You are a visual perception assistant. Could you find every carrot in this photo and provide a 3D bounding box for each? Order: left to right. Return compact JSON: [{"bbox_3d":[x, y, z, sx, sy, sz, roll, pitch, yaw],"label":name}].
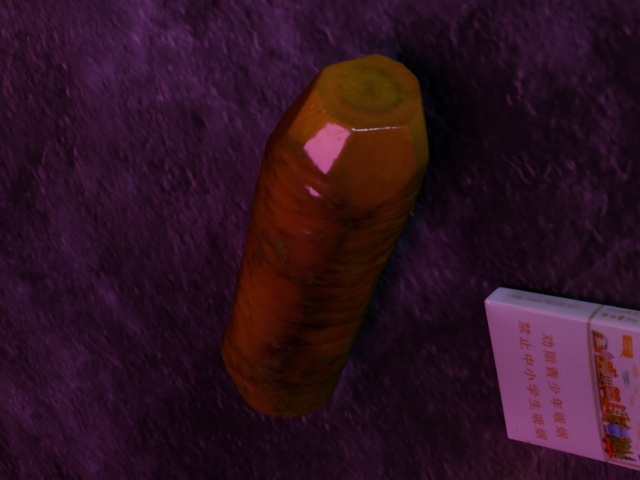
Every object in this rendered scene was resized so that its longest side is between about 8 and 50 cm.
[{"bbox_3d":[0.000,0.000,1.125,0.114,0.114,0.301,37,138,17],"label":"carrot"}]

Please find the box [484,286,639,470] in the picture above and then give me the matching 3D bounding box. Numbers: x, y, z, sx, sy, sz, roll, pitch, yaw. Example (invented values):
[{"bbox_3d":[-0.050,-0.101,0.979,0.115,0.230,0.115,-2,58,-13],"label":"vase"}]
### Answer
[{"bbox_3d":[0.218,0.103,1.056,0.220,0.032,0.122,10,123,38],"label":"box"}]
